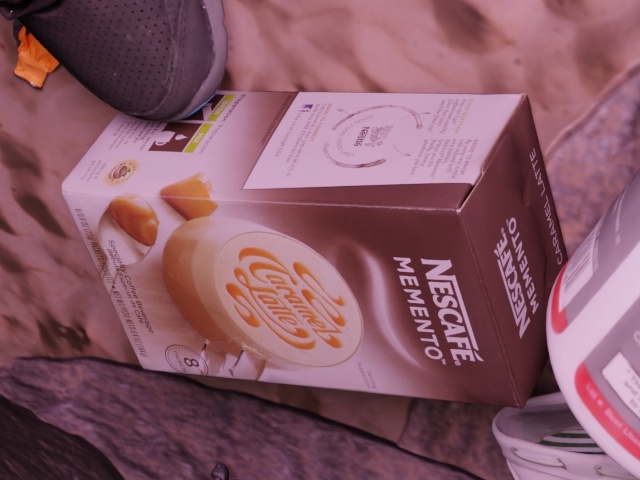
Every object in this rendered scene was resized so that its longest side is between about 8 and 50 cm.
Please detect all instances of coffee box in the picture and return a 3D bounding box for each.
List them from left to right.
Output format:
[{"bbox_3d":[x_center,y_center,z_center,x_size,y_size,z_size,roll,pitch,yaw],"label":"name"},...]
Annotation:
[{"bbox_3d":[0.000,0.000,0.971,0.246,0.098,0.141,3,131,30],"label":"coffee box"}]

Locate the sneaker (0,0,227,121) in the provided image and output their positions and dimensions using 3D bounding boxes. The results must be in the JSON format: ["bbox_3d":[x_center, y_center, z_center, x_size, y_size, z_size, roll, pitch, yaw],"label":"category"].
[{"bbox_3d":[-0.184,-0.176,0.885,0.125,0.139,0.341,-22,117,41],"label":"sneaker"}]

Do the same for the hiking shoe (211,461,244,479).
[{"bbox_3d":[0.003,0.244,1.216,0.227,0.086,0.114,31,142,4],"label":"hiking shoe"}]

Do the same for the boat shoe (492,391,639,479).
[{"bbox_3d":[0.185,0.112,0.976,0.226,0.083,0.076,-20,118,44],"label":"boat shoe"}]

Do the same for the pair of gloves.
[{"bbox_3d":[-0.184,-0.130,1.027,0.083,0.010,0.074,36,139,-3],"label":"pair of gloves"}]

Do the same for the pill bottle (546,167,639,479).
[{"bbox_3d":[0.228,-0.013,0.770,0.161,0.161,0.283,32,139,1],"label":"pill bottle"}]
